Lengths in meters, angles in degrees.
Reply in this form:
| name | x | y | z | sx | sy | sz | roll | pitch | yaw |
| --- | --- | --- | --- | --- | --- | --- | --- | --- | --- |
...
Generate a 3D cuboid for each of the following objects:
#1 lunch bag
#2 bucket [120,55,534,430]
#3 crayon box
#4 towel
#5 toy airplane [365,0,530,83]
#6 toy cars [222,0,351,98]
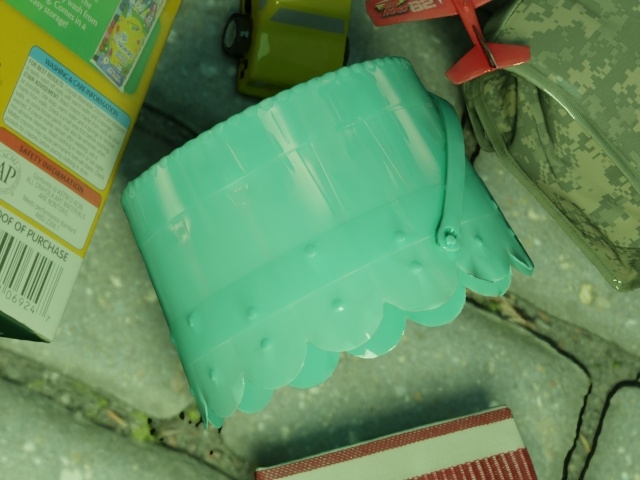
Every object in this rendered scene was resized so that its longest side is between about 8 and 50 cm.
| name | x | y | z | sx | sy | sz | roll | pitch | yaw |
| --- | --- | --- | --- | --- | --- | --- | --- | --- | --- |
| lunch bag | 0.263 | -0.135 | 1.549 | 0.287 | 0.169 | 0.235 | 46 | 66 | -17 |
| bucket | 0.000 | 0.000 | 1.343 | 0.281 | 0.281 | 0.183 | -22 | 83 | -27 |
| crayon box | -0.227 | -0.115 | 1.312 | 0.203 | 0.083 | 0.323 | 37 | 65 | -44 |
| towel | 0.090 | 0.308 | 1.397 | 0.237 | 0.037 | 0.329 | -11 | 81 | -27 |
| toy airplane | 0.118 | -0.179 | 1.449 | 0.151 | 0.028 | 0.151 | -5 | 52 | 7 |
| toy cars | 0.053 | -0.275 | 1.515 | 0.176 | 0.087 | 0.393 | 49 | 65 | -11 |
